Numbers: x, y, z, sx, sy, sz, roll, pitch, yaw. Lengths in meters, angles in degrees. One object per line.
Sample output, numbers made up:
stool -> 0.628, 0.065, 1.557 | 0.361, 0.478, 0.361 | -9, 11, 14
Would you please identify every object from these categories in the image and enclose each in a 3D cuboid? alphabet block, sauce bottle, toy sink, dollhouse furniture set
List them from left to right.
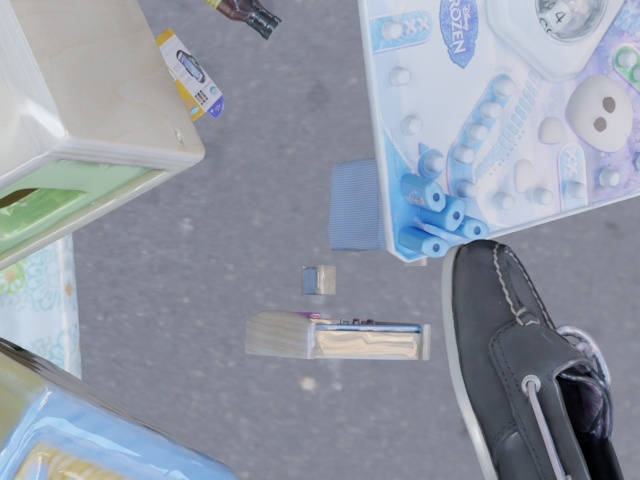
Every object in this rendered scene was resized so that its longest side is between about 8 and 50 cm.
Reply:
toy sink -> -0.198, -0.038, 0.692 | 0.131, 0.234, 0.153 | 65, 15, 7
alphabet block -> -0.202, 0.158, 0.854 | 0.192, 0.197, 0.193 | 39, 78, -49
sauce bottle -> -0.096, -0.252, 1.507 | 0.128, 0.042, 0.042 | 36, 73, -3
dollhouse furniture set -> 0.000, 0.000, 1.948 | 0.198, 0.286, 0.303 | 5, 86, -37

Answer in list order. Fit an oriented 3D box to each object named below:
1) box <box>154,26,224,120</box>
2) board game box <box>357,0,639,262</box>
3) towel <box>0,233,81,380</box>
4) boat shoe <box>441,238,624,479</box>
box -> -0.187, -0.223, 2.046 | 0.136, 0.028, 0.081 | 53, 26, -11
board game box -> 0.212, -0.207, 1.258 | 0.390, 0.050, 0.390 | -15, 107, -26
towel -> -0.497, 0.077, 1.873 | 0.374, 0.090, 0.320 | -4, 102, -9
boat shoe -> 0.141, 0.131, 0.803 | 0.112, 0.095, 0.335 | 42, 32, -45
